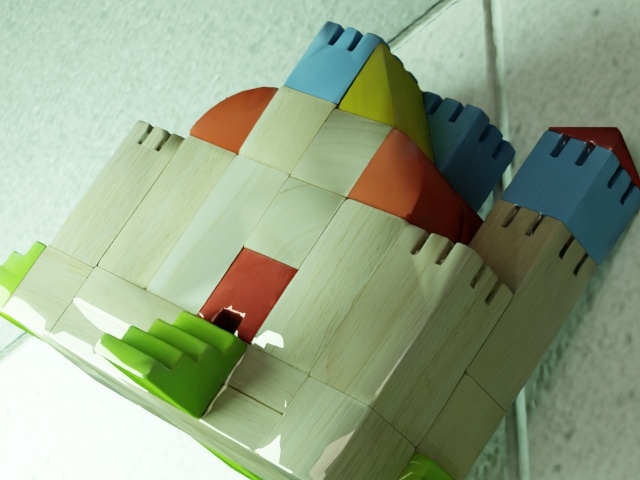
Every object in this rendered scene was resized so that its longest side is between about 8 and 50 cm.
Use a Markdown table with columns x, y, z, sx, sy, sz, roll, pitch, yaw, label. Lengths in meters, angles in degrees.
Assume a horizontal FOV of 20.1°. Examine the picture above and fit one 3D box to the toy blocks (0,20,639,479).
| x | y | z | sx | sy | sz | roll | pitch | yaw | label |
| --- | --- | --- | --- | --- | --- | --- | --- | --- | --- |
| 0.000 | 0.000 | 1.030 | 0.381 | 0.191 | 0.261 | 22 | 74 | 44 | toy blocks |
